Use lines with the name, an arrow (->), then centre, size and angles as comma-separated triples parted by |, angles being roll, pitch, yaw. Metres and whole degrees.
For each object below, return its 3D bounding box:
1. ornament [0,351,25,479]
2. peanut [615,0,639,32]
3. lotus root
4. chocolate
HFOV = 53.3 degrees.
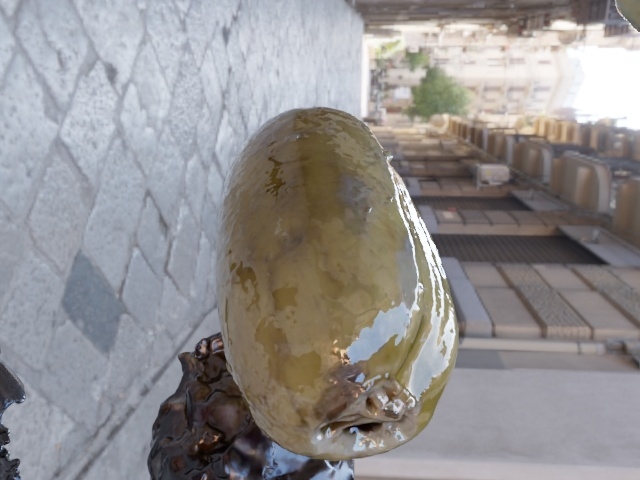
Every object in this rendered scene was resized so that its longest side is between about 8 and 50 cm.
ornament -> -0.448, 0.222, 0.804 | 0.106, 0.251, 0.261 | -28, 88, -51
peanut -> 0.322, -0.161, 0.405 | 0.274, 0.111, 0.125 | 36, -35, 37
lotus root -> 0.000, 0.000, 0.472 | 0.169, 0.151, 0.343 | 54, 15, -36
chocolate -> -0.086, 0.177, 0.682 | 0.206, 0.224, 0.177 | 54, 29, -85
